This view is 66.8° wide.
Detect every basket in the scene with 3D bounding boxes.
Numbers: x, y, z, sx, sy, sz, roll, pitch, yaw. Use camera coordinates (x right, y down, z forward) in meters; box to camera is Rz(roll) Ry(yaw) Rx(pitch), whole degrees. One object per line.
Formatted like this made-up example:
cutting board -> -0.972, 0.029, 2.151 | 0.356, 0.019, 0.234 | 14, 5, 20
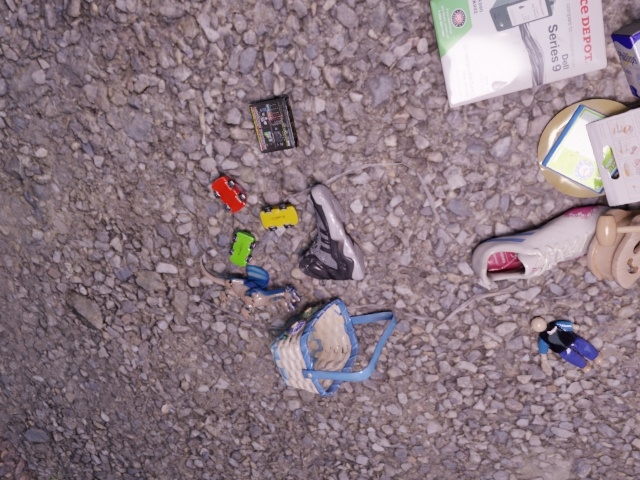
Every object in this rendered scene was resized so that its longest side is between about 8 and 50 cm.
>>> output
basket -> 0.034, 0.274, 1.251 | 0.288, 0.255, 0.201 | -7, 110, 28

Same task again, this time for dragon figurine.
dragon figurine -> -0.194, 0.126, 1.332 | 0.289, 0.144, 0.085 | 28, 120, 22

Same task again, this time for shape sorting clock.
shape sorting clock -> 0.573, -0.193, 1.031 | 0.206, 0.040, 0.207 | 6, 107, 20

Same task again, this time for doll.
doll -> 0.608, 0.259, 1.222 | 0.189, 0.046, 0.129 | 37, 115, -5

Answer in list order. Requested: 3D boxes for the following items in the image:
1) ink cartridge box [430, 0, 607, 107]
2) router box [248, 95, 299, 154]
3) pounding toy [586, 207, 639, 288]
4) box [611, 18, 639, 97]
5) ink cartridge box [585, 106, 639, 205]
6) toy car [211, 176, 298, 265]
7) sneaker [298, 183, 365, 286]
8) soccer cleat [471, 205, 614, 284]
ink cartridge box -> 0.375, -0.404, 0.940 | 0.288, 0.122, 0.211 | -11, 111, 17
router box -> -0.110, -0.275, 1.160 | 0.091, 0.038, 0.123 | -6, 111, 15
pounding toy -> 0.664, 0.023, 0.988 | 0.269, 0.155, 0.154 | -1, 105, -19
box -> 0.619, -0.340, 0.909 | 0.072, 0.126, 0.137 | -24, 106, 23
ink cartridge box -> 0.666, -0.179, 0.936 | 0.232, 0.066, 0.189 | -10, 103, 56
toy car -> -0.188, -0.037, 1.277 | 0.238, 0.053, 0.225 | 23, 117, 3
sneaker -> 0.000, 0.000, 1.219 | 0.152, 0.101, 0.269 | -20, 110, 18
soccer cleat -> 0.508, 0.025, 1.088 | 0.330, 0.143, 0.116 | -21, 107, 21
